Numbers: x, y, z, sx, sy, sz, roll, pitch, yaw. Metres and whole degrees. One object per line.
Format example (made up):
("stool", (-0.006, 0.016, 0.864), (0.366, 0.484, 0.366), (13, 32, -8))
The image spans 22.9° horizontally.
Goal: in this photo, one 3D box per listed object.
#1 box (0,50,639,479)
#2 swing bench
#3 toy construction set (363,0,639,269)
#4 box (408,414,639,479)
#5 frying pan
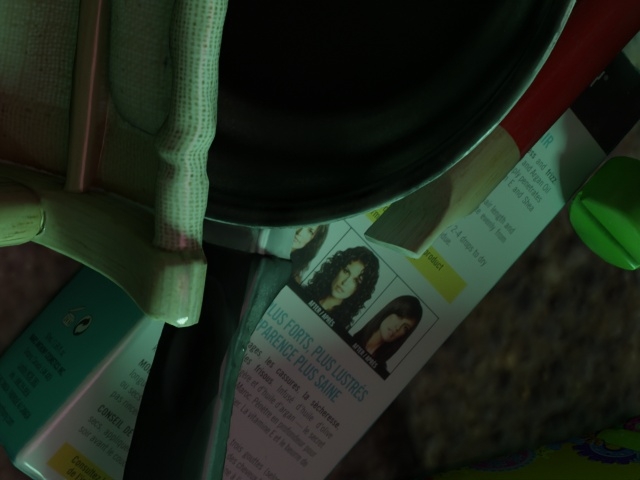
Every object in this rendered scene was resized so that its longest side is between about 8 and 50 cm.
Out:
("box", (0.000, 0.000, 0.550), (0.244, 0.060, 0.100), (-48, 122, -6))
("swing bench", (-0.151, -0.118, 0.376), (0.255, 0.165, 0.253), (-1, 106, -33))
("toy construction set", (0.141, 0.069, 0.432), (0.237, 0.309, 0.257), (-45, 153, -20))
("box", (0.056, 0.252, 0.597), (0.290, 0.177, 0.279), (-12, 112, -24))
("frying pan", (0.003, -0.039, 0.453), (0.053, 0.197, 0.326), (-7, 85, -62))
